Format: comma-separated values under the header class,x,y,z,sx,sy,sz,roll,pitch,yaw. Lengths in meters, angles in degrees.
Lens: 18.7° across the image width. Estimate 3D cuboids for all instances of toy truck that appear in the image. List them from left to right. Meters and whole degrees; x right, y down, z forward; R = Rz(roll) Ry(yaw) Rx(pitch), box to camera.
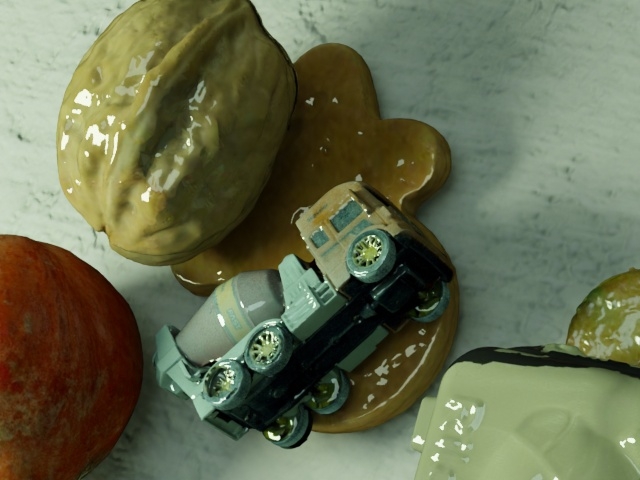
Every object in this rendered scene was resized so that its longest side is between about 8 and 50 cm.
class,x,y,z,sx,sy,sz,roll,pitch,yaw
toy truck,-0.023,0.060,1.611,0.256,0.108,0.140,-43,47,9

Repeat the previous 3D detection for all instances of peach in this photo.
class,x,y,z,sx,sy,sz,roll,pitch,yaw
peach,-0.268,0.127,1.667,0.232,0.232,0.257,-29,52,9

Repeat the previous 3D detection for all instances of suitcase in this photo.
class,x,y,z,sx,sy,sz,roll,pitch,yaw
suitcase,0.213,0.258,1.435,0.339,0.194,0.351,10,79,29

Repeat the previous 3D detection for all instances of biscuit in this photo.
class,x,y,z,sx,sy,sz,roll,pitch,yaw
biscuit,0.001,0.001,1.707,0.275,0.052,0.355,-27,64,14
biscuit,0.303,0.119,1.557,0.118,0.029,0.247,-49,61,6

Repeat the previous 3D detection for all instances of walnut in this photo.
class,x,y,z,sx,sy,sz,roll,pitch,yaw
walnut,-0.125,-0.102,1.665,0.198,0.198,0.245,31,90,28
